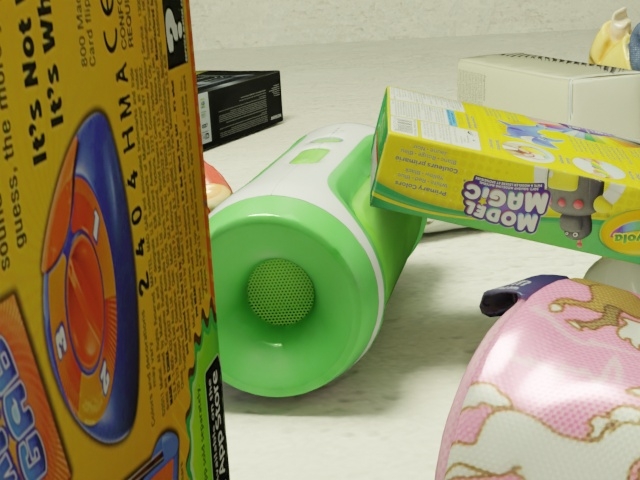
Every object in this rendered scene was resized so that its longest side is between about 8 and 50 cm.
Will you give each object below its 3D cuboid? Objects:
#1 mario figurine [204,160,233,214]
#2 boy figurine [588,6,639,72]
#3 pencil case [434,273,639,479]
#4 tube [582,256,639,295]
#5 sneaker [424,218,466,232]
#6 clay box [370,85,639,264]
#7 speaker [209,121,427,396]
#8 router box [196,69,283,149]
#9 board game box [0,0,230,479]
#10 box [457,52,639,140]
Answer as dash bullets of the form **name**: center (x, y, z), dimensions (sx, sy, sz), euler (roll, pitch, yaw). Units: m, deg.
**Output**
- **mario figurine**: center (-0.160, -0.005, 0.766), dimensions (0.198, 0.170, 0.320), euler (-3, 16, 9)
- **boy figurine**: center (0.369, -0.170, 1.304), dimensions (0.092, 0.177, 0.285), euler (-25, -12, -13)
- **pencil case**: center (0.220, 0.102, 0.295), dimensions (0.386, 0.167, 0.160), euler (7, -15, 33)
- **tube**: center (0.253, 0.015, 0.816), dimensions (0.062, 0.070, 0.240), euler (-37, -8, 33)
- **sneaker**: center (0.149, -0.064, 1.030), dimensions (0.290, 0.106, 0.123), euler (-13, 15, -37)
- **clay box**: center (0.144, -0.039, 0.727), dimensions (0.222, 0.053, 0.127), euler (13, 20, -1)
- **speaker**: center (0.000, 0.000, 0.780), dimensions (0.131, 0.131, 0.296), euler (0, 15, 12)
- **router box**: center (-0.229, -0.182, 1.618), dimensions (0.243, 0.081, 0.309), euler (4, 17, 26)
- **board game box**: center (-0.249, 0.008, 0.356), dimensions (0.356, 0.357, 0.356), euler (-1, 15, 9)
- **box**: center (0.258, -0.152, 1.338), dimensions (0.094, 0.113, 0.275), euler (-8, 17, -18)
